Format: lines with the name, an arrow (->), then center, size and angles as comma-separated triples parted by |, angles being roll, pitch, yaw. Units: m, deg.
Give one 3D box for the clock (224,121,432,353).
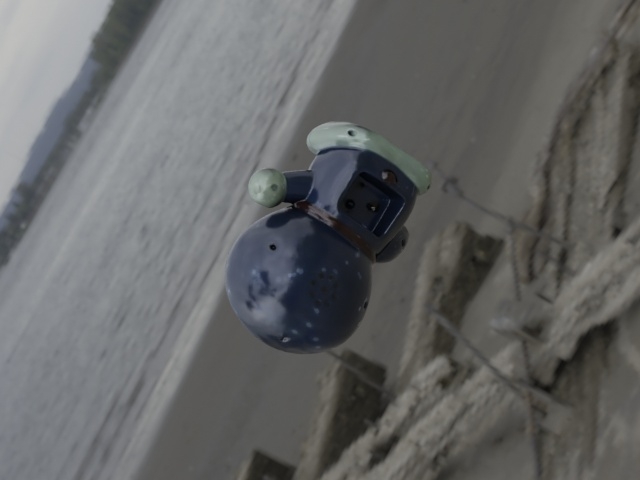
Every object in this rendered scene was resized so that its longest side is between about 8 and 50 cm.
clock -> 0.000, 0.000, 1.246 | 0.243, 0.199, 0.146 | -59, 26, -10
